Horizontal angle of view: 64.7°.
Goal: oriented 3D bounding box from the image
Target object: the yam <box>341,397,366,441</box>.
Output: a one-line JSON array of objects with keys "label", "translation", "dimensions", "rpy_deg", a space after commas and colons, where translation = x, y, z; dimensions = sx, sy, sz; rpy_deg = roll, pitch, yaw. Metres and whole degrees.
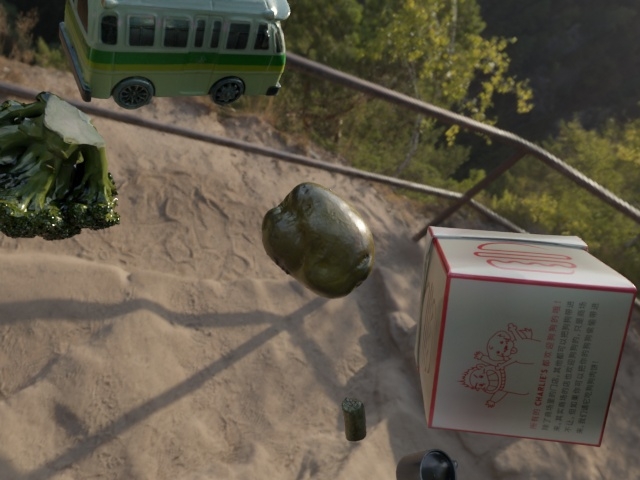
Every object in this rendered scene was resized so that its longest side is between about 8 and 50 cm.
[{"label": "yam", "translation": [0.062, 0.326, 0.914], "dimensions": [0.043, 0.094, 0.043], "rpy_deg": [-5, 26, 3]}]

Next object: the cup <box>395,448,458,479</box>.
[{"label": "cup", "translation": [0.188, 0.400, 0.872], "dimensions": [0.100, 0.077, 0.078], "rpy_deg": [-4, 70, -32]}]

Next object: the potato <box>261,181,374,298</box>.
[{"label": "potato", "translation": [0.000, 0.000, 0.852], "dimensions": [0.200, 0.154, 0.137], "rpy_deg": [43, 19, 5]}]

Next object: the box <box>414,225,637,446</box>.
[{"label": "box", "translation": [0.353, 0.163, 0.963], "dimensions": [0.313, 0.314, 0.300], "rpy_deg": [4, 15, 5]}]

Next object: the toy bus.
[{"label": "toy bus", "translation": [-0.174, -0.274, 0.654], "dimensions": [0.276, 0.164, 0.133], "rpy_deg": [-13, 64, -33]}]

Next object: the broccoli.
[{"label": "broccoli", "translation": [-0.258, -0.064, 0.466], "dimensions": [0.162, 0.138, 0.145], "rpy_deg": [51, 31, -10]}]
